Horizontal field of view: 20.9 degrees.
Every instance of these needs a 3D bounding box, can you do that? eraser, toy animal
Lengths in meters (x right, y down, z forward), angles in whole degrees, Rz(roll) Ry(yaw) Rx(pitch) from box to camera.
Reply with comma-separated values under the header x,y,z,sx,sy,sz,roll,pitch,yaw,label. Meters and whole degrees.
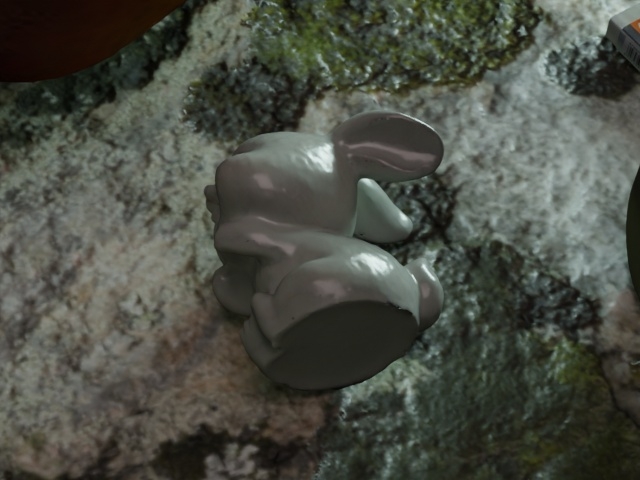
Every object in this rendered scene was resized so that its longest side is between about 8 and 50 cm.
x,y,z,sx,sy,sz,roll,pitch,yaw,label
0.301,-0.153,1.482,0.052,0.029,0.122,-26,60,-22,eraser
0.007,0.005,1.280,0.178,0.127,0.193,-2,52,-8,toy animal

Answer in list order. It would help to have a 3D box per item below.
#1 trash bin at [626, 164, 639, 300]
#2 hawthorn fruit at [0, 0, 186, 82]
x,y,z,sx,sy,sz,roll,pitch,yaw,label
0.372,-0.039,1.275,0.247,0.243,0.121,0,52,-8,trash bin
-0.231,-0.366,1.360,0.471,0.472,0.472,2,53,-3,hawthorn fruit
